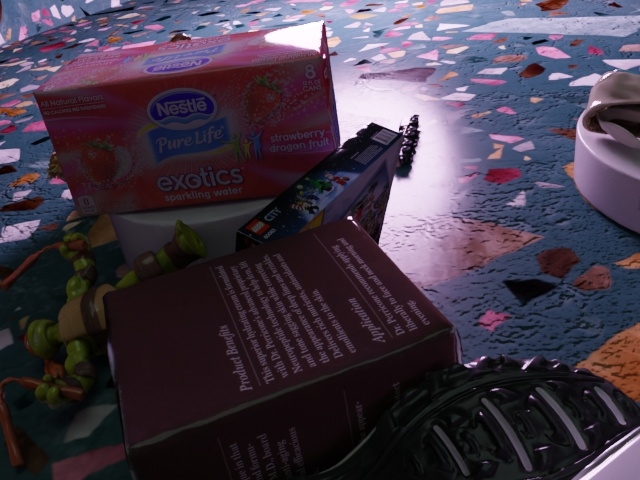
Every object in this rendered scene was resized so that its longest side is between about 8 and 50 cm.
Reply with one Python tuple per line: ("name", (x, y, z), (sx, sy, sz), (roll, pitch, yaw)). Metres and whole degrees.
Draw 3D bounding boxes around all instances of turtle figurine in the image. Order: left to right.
("turtle figurine", (-0.212, 0.081, 0.640), (0.218, 0.087, 0.269), (-23, 43, 7))

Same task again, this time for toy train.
("toy train", (0.129, -0.157, 0.991), (0.036, 0.027, 0.158), (-3, 31, 18))

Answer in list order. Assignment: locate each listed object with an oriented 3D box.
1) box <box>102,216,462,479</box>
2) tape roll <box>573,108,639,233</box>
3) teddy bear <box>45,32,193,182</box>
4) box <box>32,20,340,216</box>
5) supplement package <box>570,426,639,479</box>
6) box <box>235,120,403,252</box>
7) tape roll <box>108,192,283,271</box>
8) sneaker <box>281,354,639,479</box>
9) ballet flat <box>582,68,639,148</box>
("box", (-0.026, 0.112, 0.462), (0.203, 0.166, 0.168), (-18, 33, -12))
("tape roll", (0.507, -0.105, 0.759), (0.393, 0.071, 0.392), (-7, 32, 5))
("teddy bear", (-0.250, -0.181, 0.923), (0.245, 0.113, 0.338), (-11, -18, -45))
("box", (-0.132, -0.138, 0.723), (0.300, 0.154, 0.142), (-5, 31, 5))
("supplement package", (0.173, 0.235, 0.196), (0.175, 0.177, 0.293), (-25, 35, -24))
("box", (0.000, 0.000, 0.640), (0.044, 0.159, 0.233), (26, 43, 19))
("tape roll", (-0.123, -0.052, 0.821), (0.287, 0.100, 0.286), (-7, 32, 5))
("sneaker", (0.059, 0.159, 0.370), (0.272, 0.108, 0.100), (-29, 42, 1))
("ballet flat", (0.393, -0.120, 0.689), (0.086, 0.086, 0.248), (-26, 33, -24))
